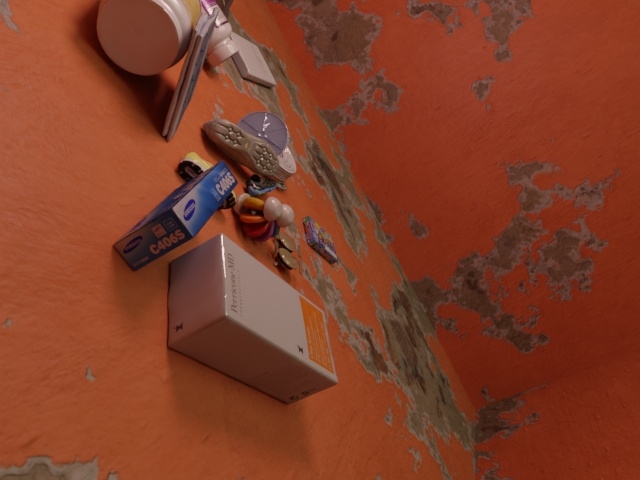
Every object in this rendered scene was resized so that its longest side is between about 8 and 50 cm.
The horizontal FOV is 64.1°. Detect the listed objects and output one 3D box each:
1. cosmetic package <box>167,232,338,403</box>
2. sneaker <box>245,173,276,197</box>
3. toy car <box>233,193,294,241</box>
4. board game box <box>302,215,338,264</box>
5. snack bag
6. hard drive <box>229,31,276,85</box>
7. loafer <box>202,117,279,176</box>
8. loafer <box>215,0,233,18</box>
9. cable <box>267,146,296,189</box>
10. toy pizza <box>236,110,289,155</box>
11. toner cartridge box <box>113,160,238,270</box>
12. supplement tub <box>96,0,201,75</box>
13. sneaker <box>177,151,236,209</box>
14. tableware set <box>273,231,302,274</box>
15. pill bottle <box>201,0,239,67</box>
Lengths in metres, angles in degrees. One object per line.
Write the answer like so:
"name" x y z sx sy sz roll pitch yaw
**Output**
"cosmetic package" -0.149 0.207 1.237 0.453 0.161 0.230 43 26 -45
"sneaker" -0.210 -0.201 1.806 0.078 0.067 0.188 67 20 -7
"toy car" -0.183 -0.064 1.604 0.182 0.159 0.136 28 73 -61
"board game box" 0.000 0.000 2.153 0.201 0.035 0.136 42 27 -47
"snack bag" -0.368 -0.494 1.464 0.037 0.323 0.343 19 34 -15
"hard drive" -0.338 -0.861 2.440 0.233 0.047 0.353 63 17 -1
"loafer" -0.263 -0.317 1.740 0.111 0.112 0.319 23 -8 41
"loafer" -0.462 -1.026 2.188 0.130 0.133 0.366 46 24 -42
"cable" -0.197 -0.352 2.024 0.257 0.089 0.257 39 29 -51
"toy pizza" -0.218 -0.386 1.893 0.032 0.201 0.201 112 -43 -71
"toner cartridge box" -0.315 -0.070 1.172 0.075 0.165 0.348 56 18 -17
"supplement tub" -0.467 -0.618 1.414 0.241 0.241 0.331 50 21 -34
"sneaker" -0.314 -0.176 1.463 0.208 0.081 0.094 49 20 -34
"tableware set" -0.121 0.041 1.758 0.128 0.039 0.194 41 19 -23
"pill bottle" -0.436 -0.803 1.887 0.302 0.169 0.169 56 19 -20
